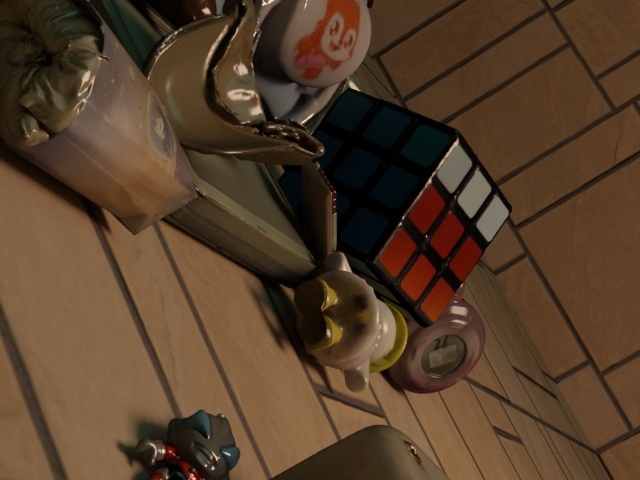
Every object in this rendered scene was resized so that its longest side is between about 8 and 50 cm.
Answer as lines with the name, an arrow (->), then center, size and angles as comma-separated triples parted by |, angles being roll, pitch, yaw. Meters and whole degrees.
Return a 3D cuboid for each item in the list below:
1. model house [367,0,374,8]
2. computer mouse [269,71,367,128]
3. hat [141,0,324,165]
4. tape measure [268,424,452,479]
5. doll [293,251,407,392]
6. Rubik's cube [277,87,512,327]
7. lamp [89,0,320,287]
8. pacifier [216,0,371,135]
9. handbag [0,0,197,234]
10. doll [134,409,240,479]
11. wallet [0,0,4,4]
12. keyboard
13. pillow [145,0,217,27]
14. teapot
model house -> -0.019, -0.364, 1.687 | 0.160, 0.254, 0.196 | 46, 15, -33
computer mouse -> 0.012, -0.114, 1.555 | 0.197, 0.095, 0.331 | -5, 69, -56
hat -> -0.088, -0.114, 0.997 | 0.175, 0.085, 0.147 | -18, 86, -52
tape measure -> 0.075, 0.251, 0.770 | 0.258, 0.130, 0.265 | 51, 13, -42
doll -> 0.028, 0.076, 1.147 | 0.207, 0.081, 0.129 | 34, 45, -70
Rubik's cube -> 0.069, -0.034, 1.284 | 0.162, 0.160, 0.163 | 28, -11, 41
lamp -> -0.112, -0.100, 1.103 | 0.266, 0.047, 0.269 | 64, 13, 25
pacifier -> -0.078, -0.248, 1.387 | 0.233, 0.244, 0.299 | 29, 1, 33
handbag -> -0.149, -0.086, 0.797 | 0.117, 0.095, 0.173 | 60, 8, 27
doll -> -0.070, 0.122, 0.716 | 0.057, 0.039, 0.114 | 25, 23, 4
wallet -> -0.273, -0.216, 0.758 | 0.137, 0.031, 0.255 | 60, 9, 27
keyboard -> 0.000, 0.000, 1.180 | 0.055, 0.017, 0.166 | 54, -25, 40
pillow -> -0.200, -0.339, 1.152 | 0.305, 0.108, 0.308 | 53, 3, -26
teapot -> 0.101, 0.076, 1.378 | 0.146, 0.116, 0.148 | -127, -161, -54
